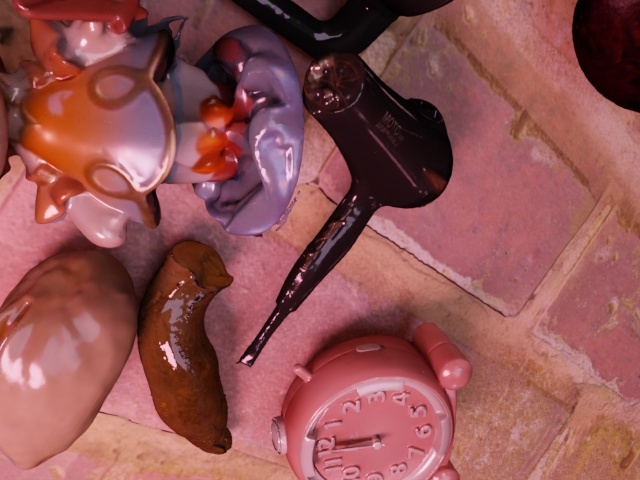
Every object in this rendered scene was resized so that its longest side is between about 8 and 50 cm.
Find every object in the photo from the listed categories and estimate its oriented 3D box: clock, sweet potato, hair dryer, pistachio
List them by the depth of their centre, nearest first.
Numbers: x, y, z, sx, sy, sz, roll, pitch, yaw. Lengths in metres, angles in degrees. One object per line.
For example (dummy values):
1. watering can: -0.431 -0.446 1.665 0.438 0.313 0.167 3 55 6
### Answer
1. pistachio: -0.249 0.112 0.526 0.223 0.126 0.152 -64 158 7
2. hair dryer: 0.000 0.000 0.569 0.359 0.120 0.304 -56 159 9
3. sweet potato: -0.137 0.138 0.613 0.112 0.085 0.285 -21 117 -30
4. clock: 0.054 0.229 0.726 0.241 0.142 0.227 -6 111 -15

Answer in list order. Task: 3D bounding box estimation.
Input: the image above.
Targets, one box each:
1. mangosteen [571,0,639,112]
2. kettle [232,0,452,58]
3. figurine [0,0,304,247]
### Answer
1. mangosteen: 0.450 -0.291 0.638 0.297 0.297 0.293 -16 117 -21
2. kettle: 0.008 -0.322 0.451 0.308 0.203 0.262 29 92 -35
3. figurine: -0.236 -0.100 0.407 0.388 0.248 0.276 -7 109 -35
